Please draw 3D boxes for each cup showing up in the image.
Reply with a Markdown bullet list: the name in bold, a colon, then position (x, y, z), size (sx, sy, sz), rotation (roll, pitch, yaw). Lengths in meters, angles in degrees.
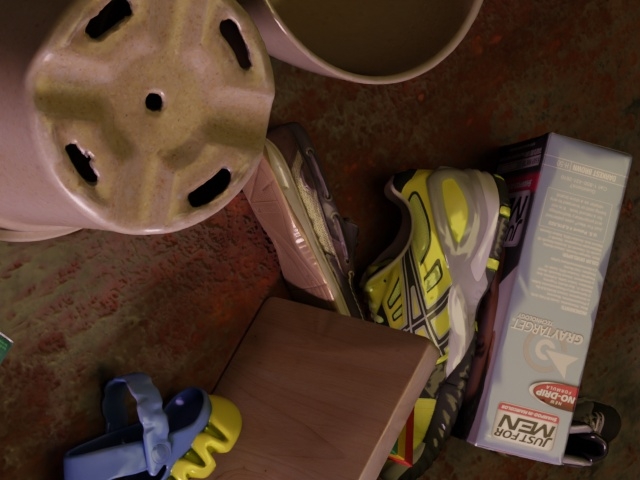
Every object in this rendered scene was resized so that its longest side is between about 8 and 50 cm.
- **cup**: position (-0.019, -0.324, 1.504), size (0.331, 0.237, 0.331), rotation (-4, 96, -40)

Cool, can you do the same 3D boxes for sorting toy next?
- **sorting toy**: position (-0.008, 0.210, 1.567), size (0.089, 0.257, 0.255), rotation (42, 70, -39)

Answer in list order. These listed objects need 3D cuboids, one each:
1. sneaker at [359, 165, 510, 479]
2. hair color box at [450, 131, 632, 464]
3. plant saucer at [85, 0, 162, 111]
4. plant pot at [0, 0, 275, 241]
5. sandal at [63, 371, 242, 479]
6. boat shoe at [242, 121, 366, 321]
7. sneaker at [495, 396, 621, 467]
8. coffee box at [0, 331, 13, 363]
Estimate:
- **sneaker**: position (0.110, 0.096, 1.742), size (0.147, 0.145, 0.384), rotation (13, 90, -7)
- **hair color box**: position (0.253, 0.069, 1.775), size (0.114, 0.185, 0.374), rotation (14, 86, -10)
- **plant saucer**: position (-0.177, -0.204, 1.534), size (0.168, 0.029, 0.168), rotation (-5, 98, -36)
- **plant pot**: position (-0.210, -0.137, 1.318), size (0.334, 0.305, 0.333), rotation (-7, 104, -30)
- **sandal**: position (-0.219, 0.259, 1.504), size (0.138, 0.126, 0.317), rotation (47, 59, -27)
- **boat shoe**: position (0.000, 0.000, 1.647), size (0.092, 0.103, 0.285), rotation (-34, 108, -24)
- **sneaker**: position (0.343, 0.261, 1.914), size (0.229, 0.132, 0.086), rotation (-2, 96, -37)
- **coffee box**: position (-0.374, 0.156, 1.373), size (0.040, 0.113, 0.184), rotation (41, 69, -36)
